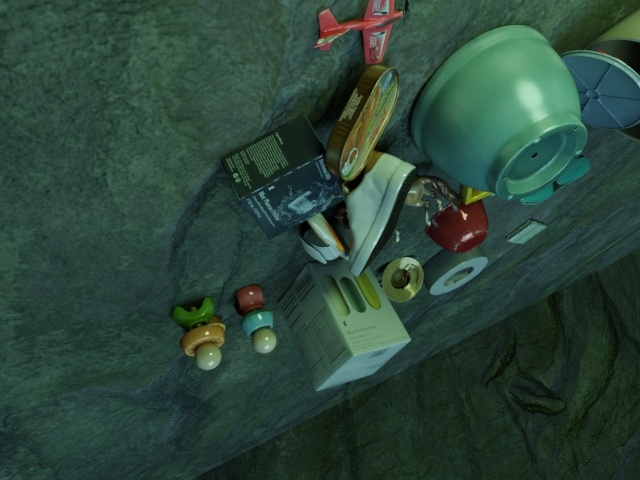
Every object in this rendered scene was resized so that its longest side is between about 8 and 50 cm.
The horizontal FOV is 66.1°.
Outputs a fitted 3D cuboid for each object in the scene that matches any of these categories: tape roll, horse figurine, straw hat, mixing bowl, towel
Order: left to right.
[{"bbox_3d":[0.236,0.115,1.494,0.144,0.145,0.061,-17,-169,-20],"label":"straw hat"},{"bbox_3d":[0.174,-0.077,1.093,0.263,0.066,0.174,-26,132,17],"label":"horse figurine"},{"bbox_3d":[0.442,0.093,1.637,0.219,0.072,0.219,-21,153,-11],"label":"tape roll"},{"bbox_3d":[0.390,-0.028,1.356,0.181,0.098,0.181,-20,152,-11],"label":"mixing bowl"},{"bbox_3d":[0.728,-0.030,1.742,0.152,0.023,0.113,5,141,-49],"label":"towel"}]

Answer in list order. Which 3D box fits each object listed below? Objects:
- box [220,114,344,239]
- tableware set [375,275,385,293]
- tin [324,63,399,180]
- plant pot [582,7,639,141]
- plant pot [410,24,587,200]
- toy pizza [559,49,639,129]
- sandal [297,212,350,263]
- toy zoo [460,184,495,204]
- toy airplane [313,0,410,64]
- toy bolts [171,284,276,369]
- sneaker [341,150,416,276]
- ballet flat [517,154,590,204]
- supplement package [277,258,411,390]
[{"bbox_3d":[-0.059,-0.102,0.838,0.158,0.093,0.156,-29,152,0],"label":"box"},{"bbox_3d":[0.175,0.158,1.546,0.194,0.039,0.128,-11,149,-28],"label":"tableware set"},{"bbox_3d":[0.066,-0.185,0.773,0.190,0.040,0.106,-62,153,-4],"label":"tin"},{"bbox_3d":[0.682,-0.364,0.922,0.274,0.256,0.256,-44,152,-3],"label":"plant pot"},{"bbox_3d":[0.338,-0.198,0.883,0.292,0.196,0.293,-18,145,-13],"label":"plant pot"},{"bbox_3d":[0.531,-0.291,0.944,0.032,0.201,0.201,-51,153,-7],"label":"toy pizza"},{"bbox_3d":[0.005,0.009,1.073,0.076,0.102,0.265,-34,154,7],"label":"sandal"},{"bbox_3d":[0.437,-0.187,1.197,0.192,0.030,0.293,-26,152,-2],"label":"toy zoo"},{"bbox_3d":[0.055,-0.295,0.677,0.151,0.028,0.151,-22,157,-10],"label":"toy airplane"},{"bbox_3d":[-0.220,0.234,1.195,0.228,0.159,0.218,-18,151,-18],"label":"toy bolts"},{"bbox_3d":[0.094,-0.057,1.015,0.106,0.123,0.290,-38,154,-48],"label":"sneaker"},{"bbox_3d":[0.606,-0.162,1.331,0.247,0.083,0.087,-25,-168,-12],"label":"ballet flat"},{"bbox_3d":[0.054,0.210,1.284,0.199,0.263,0.198,-4,144,-38],"label":"supplement package"}]
